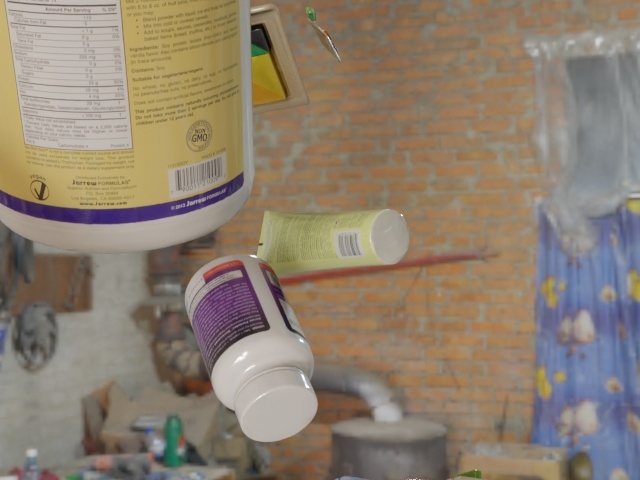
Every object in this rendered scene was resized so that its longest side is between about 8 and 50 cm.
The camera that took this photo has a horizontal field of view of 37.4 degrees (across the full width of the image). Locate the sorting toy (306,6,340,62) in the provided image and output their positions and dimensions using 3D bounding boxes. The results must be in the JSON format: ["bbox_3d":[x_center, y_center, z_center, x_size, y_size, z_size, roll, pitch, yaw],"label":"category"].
[{"bbox_3d":[0.003,-0.303,1.378,0.012,0.062,0.083,-34,-38,1],"label":"sorting toy"}]

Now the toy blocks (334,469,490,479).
[{"bbox_3d":[0.102,0.367,1.182,0.261,0.190,0.381,15,-28,-25],"label":"toy blocks"}]

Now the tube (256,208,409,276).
[{"bbox_3d":[0.000,0.000,1.106,0.240,0.062,0.070,-5,30,49],"label":"tube"}]

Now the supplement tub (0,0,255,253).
[{"bbox_3d":[-0.177,-0.182,0.794,0.241,0.331,0.241,0,27,0],"label":"supplement tub"}]

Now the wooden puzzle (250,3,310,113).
[{"bbox_3d":[-0.154,-0.315,1.743,0.221,0.044,0.238,-9,-43,15],"label":"wooden puzzle"}]

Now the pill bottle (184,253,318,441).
[{"bbox_3d":[-0.070,0.112,0.989,0.108,0.108,0.193,0,37,-24],"label":"pill bottle"}]
